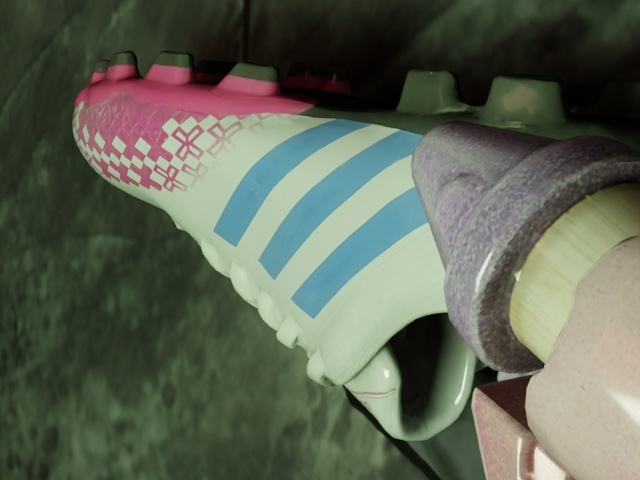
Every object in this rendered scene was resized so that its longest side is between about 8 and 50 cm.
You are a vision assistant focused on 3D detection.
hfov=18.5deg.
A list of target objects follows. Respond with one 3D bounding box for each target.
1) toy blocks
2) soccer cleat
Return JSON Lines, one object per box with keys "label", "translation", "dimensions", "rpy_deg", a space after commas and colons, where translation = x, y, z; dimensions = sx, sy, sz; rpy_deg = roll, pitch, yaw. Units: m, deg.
{"label": "toy blocks", "translation": [0.105, 0.104, 0.515], "dimensions": [0.260, 0.289, 0.309], "rpy_deg": [43, 126, 38]}
{"label": "soccer cleat", "translation": [0.000, 0.000, 0.778], "dimensions": [0.331, 0.116, 0.143], "rpy_deg": [10, 98, 51]}
